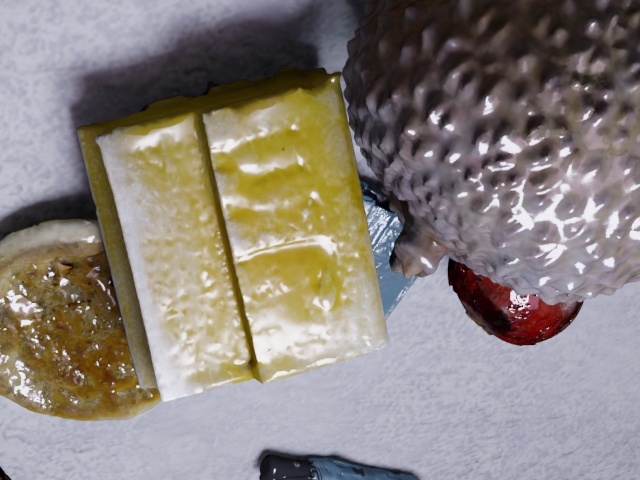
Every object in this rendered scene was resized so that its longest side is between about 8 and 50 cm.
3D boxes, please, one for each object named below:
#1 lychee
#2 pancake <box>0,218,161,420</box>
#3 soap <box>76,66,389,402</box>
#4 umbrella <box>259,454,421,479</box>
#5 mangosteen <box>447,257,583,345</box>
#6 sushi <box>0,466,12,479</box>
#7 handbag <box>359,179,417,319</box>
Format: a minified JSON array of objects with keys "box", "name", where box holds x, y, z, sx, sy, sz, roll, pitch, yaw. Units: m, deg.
[{"box":[0.206,-0.135,1.587,0.432,0.380,0.380,-52,135,-7],"name":"lychee"},{"box":[-0.239,0.083,1.790,0.283,0.049,0.282,0,126,0],"name":"pancake"},{"box":[-0.081,-0.008,1.678,0.259,0.143,0.281,-16,106,-9],"name":"soap"},{"box":[0.033,0.299,2.145,0.250,0.052,0.053,18,76,-34],"name":"umbrella"},{"box":[0.230,0.024,1.923,0.180,0.166,0.166,-55,134,-8],"name":"mangosteen"},{"box":[-0.452,0.238,1.807,0.287,0.140,0.149,8,133,-31],"name":"sushi"},{"box":[0.000,0.000,1.829,0.229,0.062,0.179,23,116,-28],"name":"handbag"}]
